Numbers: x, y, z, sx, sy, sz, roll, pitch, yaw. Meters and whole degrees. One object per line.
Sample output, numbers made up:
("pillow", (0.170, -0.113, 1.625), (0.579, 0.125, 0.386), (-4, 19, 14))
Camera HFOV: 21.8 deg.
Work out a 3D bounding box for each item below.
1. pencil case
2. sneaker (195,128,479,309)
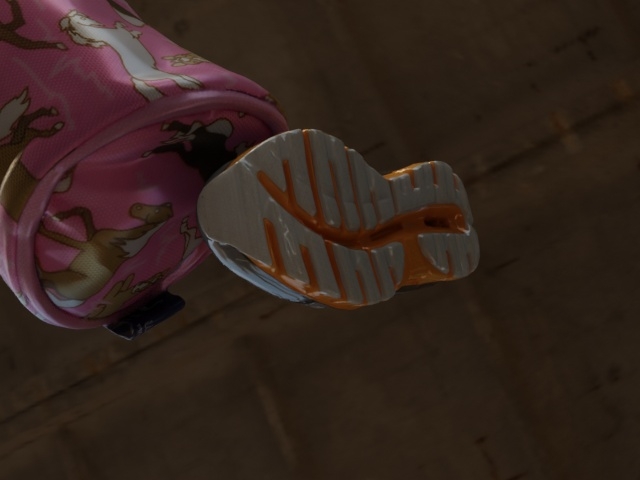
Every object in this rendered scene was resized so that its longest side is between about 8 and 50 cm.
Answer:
("pencil case", (-0.183, -0.123, 0.885), (0.160, 0.167, 0.386), (-37, -121, -13))
("sneaker", (0.000, 0.000, 0.819), (0.083, 0.215, 0.084), (-15, -102, 30))
